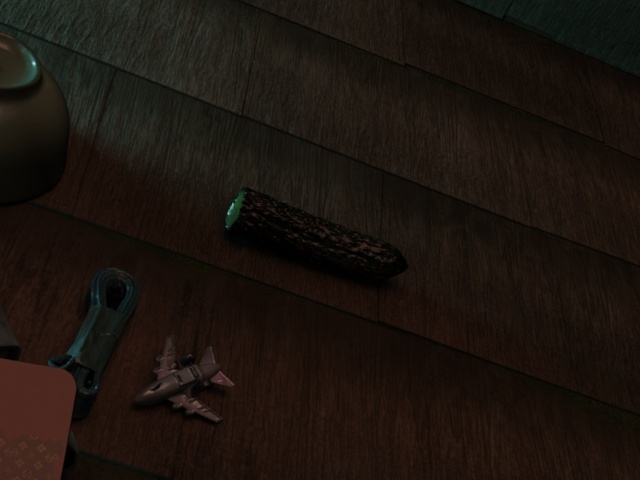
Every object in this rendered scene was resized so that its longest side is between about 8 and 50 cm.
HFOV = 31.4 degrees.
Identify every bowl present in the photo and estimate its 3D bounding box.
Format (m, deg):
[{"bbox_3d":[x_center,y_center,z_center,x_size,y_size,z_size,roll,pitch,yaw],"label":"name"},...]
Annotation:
[{"bbox_3d":[-0.589,-0.245,1.973,0.354,0.185,0.354,18,38,-15],"label":"bowl"}]

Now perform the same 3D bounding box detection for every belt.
[{"bbox_3d":[-0.352,0.153,1.755,0.087,0.072,0.302,27,34,-9],"label":"belt"}]

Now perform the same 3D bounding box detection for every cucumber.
[{"bbox_3d":[0.000,0.000,2.159,0.359,0.096,0.096,20,37,-16],"label":"cucumber"}]

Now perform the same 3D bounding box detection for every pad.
[{"bbox_3d":[-0.427,0.283,1.500,0.181,0.004,0.267,12,64,-14],"label":"pad"}]

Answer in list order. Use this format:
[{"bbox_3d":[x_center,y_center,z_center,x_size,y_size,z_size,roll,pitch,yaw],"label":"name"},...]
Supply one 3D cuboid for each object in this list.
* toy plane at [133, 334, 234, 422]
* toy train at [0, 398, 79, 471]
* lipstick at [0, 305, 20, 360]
[{"bbox_3d":[-0.217,0.220,1.773,0.171,0.065,0.162,-14,65,-49],"label":"toy plane"},{"bbox_3d":[-0.515,0.208,1.568,0.407,0.086,0.088,24,33,-8],"label":"toy train"},{"bbox_3d":[-0.530,0.090,1.700,0.077,0.079,0.253,-6,49,-39],"label":"lipstick"}]
